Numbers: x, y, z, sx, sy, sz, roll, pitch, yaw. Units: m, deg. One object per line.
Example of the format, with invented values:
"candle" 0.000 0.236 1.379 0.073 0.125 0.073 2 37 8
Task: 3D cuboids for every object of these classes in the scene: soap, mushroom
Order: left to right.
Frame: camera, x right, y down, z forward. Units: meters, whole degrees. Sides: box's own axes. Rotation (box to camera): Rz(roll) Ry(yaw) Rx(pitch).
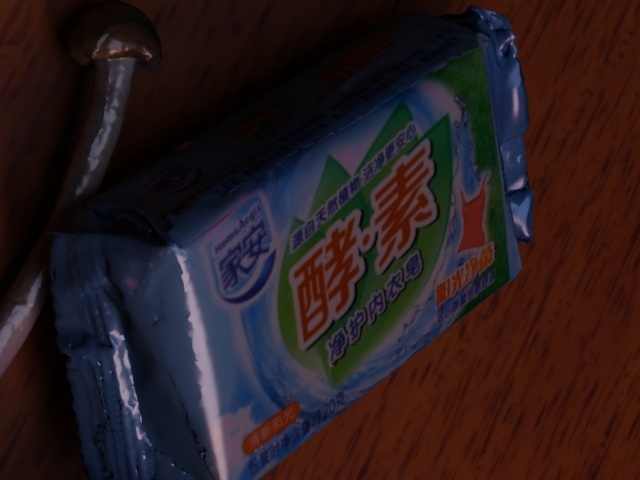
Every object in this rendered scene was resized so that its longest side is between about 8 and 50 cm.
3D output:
"mushroom" -0.154 0.030 0.753 0.068 0.043 0.306 35 79 -25
"soap" 0.000 0.000 0.832 0.293 0.077 0.156 -36 128 -36
